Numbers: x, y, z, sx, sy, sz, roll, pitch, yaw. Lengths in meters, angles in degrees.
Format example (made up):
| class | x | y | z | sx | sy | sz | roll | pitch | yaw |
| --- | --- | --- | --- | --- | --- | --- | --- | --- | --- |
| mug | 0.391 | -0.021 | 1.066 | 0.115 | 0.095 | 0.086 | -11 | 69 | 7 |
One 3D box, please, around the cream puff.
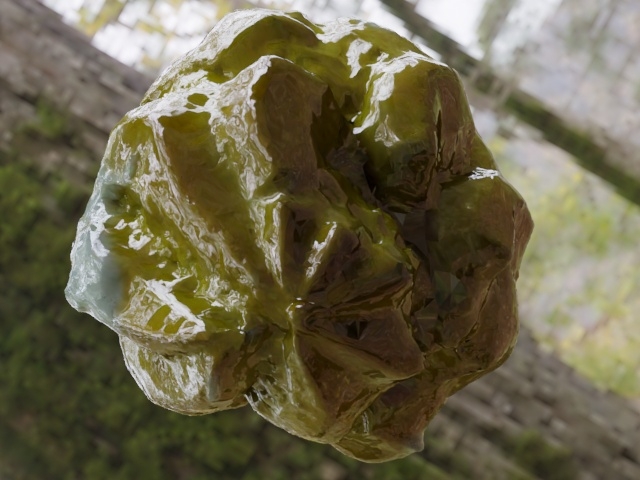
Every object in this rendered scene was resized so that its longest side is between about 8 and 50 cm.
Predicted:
| class | x | y | z | sx | sy | sz | roll | pitch | yaw |
| --- | --- | --- | --- | --- | --- | --- | --- | --- | --- |
| cream puff | 0.000 | 0.000 | 1.488 | 0.378 | 0.378 | 0.275 | -57 | 12 | -13 |
